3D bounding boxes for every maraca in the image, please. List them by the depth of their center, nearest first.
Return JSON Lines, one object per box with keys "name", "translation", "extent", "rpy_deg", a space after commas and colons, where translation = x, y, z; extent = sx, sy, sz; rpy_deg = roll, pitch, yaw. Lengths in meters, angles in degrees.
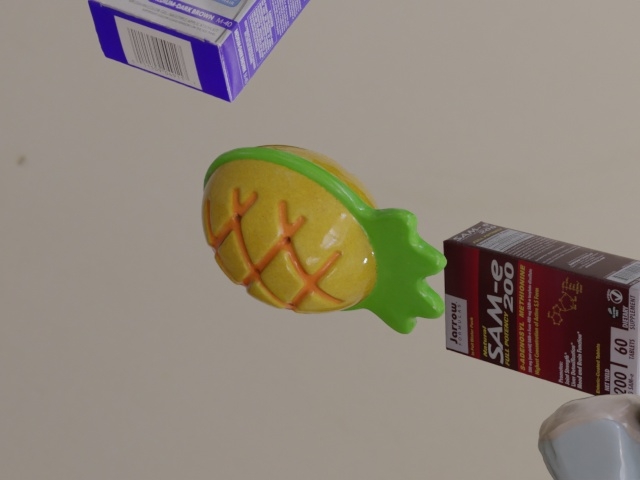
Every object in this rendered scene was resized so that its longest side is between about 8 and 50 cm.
{"name": "maraca", "translation": [0.000, 0.000, 1.080], "extent": [0.099, 0.185, 0.127], "rpy_deg": [-51, 150, -36]}

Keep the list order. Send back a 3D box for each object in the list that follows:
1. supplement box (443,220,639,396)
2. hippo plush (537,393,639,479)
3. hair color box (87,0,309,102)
{"name": "supplement box", "translation": [0.239, 0.072, 1.664], "extent": [0.073, 0.239, 0.130], "rpy_deg": [-23, 118, -43]}
{"name": "hippo plush", "translation": [0.299, 0.207, 1.136], "extent": [0.236, 0.234, 0.294], "rpy_deg": [-8, 94, -60]}
{"name": "hair color box", "translation": [-0.099, -0.336, 1.931], "extent": [0.339, 0.185, 0.110], "rpy_deg": [-56, 155, -30]}
